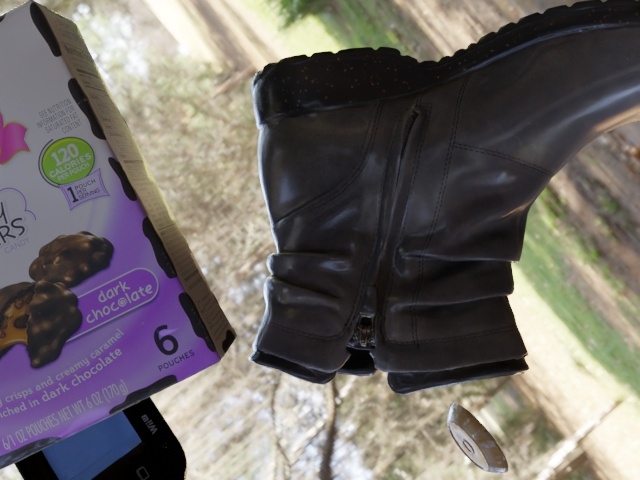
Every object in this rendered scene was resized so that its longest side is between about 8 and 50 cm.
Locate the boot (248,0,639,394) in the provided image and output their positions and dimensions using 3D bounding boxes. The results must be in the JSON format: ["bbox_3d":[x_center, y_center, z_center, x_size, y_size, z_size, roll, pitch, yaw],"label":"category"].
[{"bbox_3d":[0.117,-0.018,0.572,0.118,0.338,0.222,28,-124,-68],"label":"boot"}]

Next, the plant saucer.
[{"bbox_3d":[0.148,0.196,0.862,0.083,0.015,0.083,49,164,20],"label":"plant saucer"}]

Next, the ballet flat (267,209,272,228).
[{"bbox_3d":[0.000,0.000,0.792,0.068,0.072,0.213,31,-149,-39],"label":"ballet flat"}]

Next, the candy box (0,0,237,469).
[{"bbox_3d":[-0.163,0.005,0.455,0.196,0.165,0.070,63,-177,-4],"label":"candy box"}]

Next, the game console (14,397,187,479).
[{"bbox_3d":[-0.218,0.059,0.682,0.361,0.213,0.044,50,179,22],"label":"game console"}]
